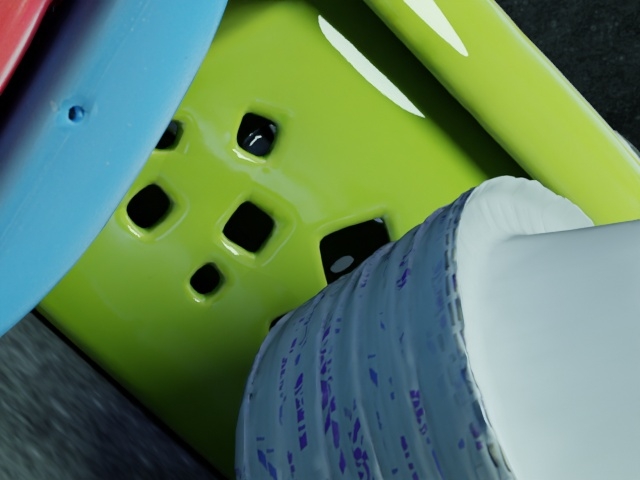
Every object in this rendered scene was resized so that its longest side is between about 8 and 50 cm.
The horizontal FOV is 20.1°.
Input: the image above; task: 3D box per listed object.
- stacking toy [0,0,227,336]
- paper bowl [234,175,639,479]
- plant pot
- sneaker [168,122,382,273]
[{"bbox_3d":[-0.180,-0.107,0.414,0.302,0.175,0.166,28,7,-26],"label":"stacking toy"},{"bbox_3d":[0.117,0.107,0.571,0.284,0.148,0.284,44,24,-25],"label":"paper bowl"},{"bbox_3d":[-0.006,-0.032,0.775,0.228,0.207,0.227,43,6,-23],"label":"plant pot"},{"bbox_3d":[0.000,0.000,1.026,0.321,0.126,0.127,46,-1,-26],"label":"sneaker"}]
